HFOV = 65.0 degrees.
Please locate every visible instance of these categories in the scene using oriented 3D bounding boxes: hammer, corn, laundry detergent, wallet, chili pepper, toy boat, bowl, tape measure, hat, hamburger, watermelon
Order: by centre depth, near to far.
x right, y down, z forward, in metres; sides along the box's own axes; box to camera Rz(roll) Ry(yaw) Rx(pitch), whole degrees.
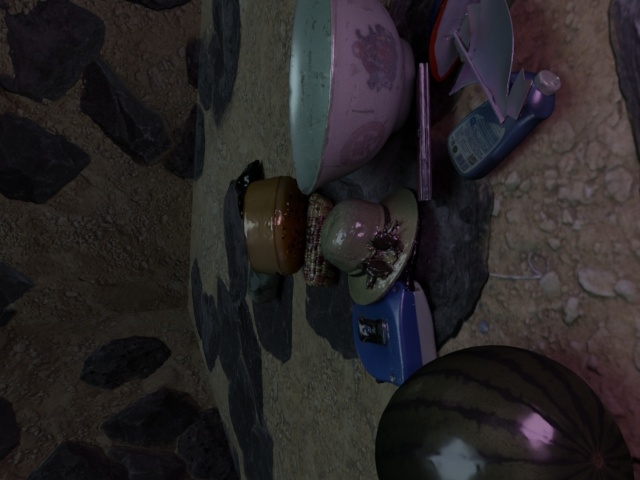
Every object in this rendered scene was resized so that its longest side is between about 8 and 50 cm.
[{"bbox_3d":[0.216,0.285,0.667,0.359,0.278,0.279,-49,49,55],"label":"watermelon"},{"bbox_3d":[0.229,-0.311,0.728,0.318,0.071,0.219,-104,17,-60],"label":"toy boat"},{"bbox_3d":[0.271,-0.177,0.742,0.206,0.061,0.097,131,138,-57],"label":"laundry detergent"},{"bbox_3d":[0.187,-0.188,0.909,0.119,0.025,0.233,-21,-71,-79],"label":"wallet"},{"bbox_3d":[0.063,-0.305,0.985,0.435,0.195,0.436,180,90,-77],"label":"bowl"},{"bbox_3d":[0.072,-0.008,1.014,0.257,0.130,0.257,-54,24,38],"label":"hat"},{"bbox_3d":[0.143,0.118,1.030,0.215,0.097,0.352,163,105,-64],"label":"tape measure"},{"bbox_3d":[0.000,0.000,1.340,0.086,0.086,0.254,-171,81,-65],"label":"corn"},{"bbox_3d":[-0.115,-0.042,1.419,0.300,0.175,0.301,0,-90,-87],"label":"hamburger"},{"bbox_3d":[-0.219,0.075,1.828,0.305,0.113,0.202,-117,36,-57],"label":"hammer"},{"bbox_3d":[-0.263,-0.151,1.852,0.148,0.116,0.265,123,138,-57],"label":"chili pepper"}]
